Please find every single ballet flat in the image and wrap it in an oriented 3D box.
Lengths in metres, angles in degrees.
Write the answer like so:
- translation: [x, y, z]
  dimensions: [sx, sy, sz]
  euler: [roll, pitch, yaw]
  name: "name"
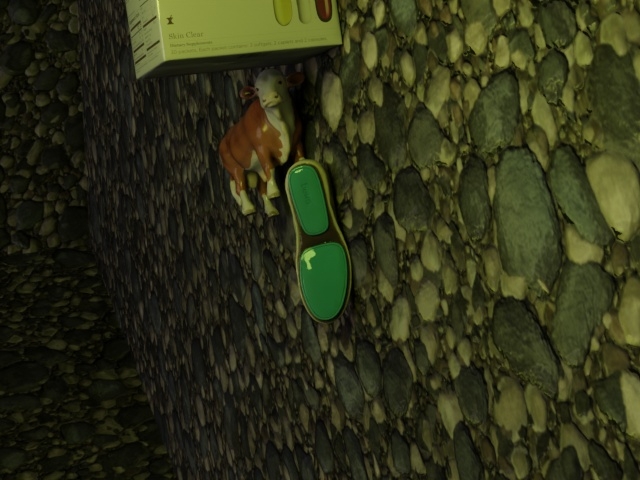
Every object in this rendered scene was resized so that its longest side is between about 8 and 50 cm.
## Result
- translation: [0.000, 0.000, 1.743]
  dimensions: [0.086, 0.086, 0.248]
  euler: [174, 89, -71]
  name: "ballet flat"

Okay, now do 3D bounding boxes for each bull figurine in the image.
- translation: [-0.086, -0.151, 1.863]
  dimensions: [0.310, 0.101, 0.188]
  euler: [145, 113, -68]
  name: "bull figurine"

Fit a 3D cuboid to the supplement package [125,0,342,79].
- translation: [-0.131, -0.328, 1.668]
  dimensions: [0.204, 0.262, 0.145]
  euler: [180, 82, -70]
  name: "supplement package"
